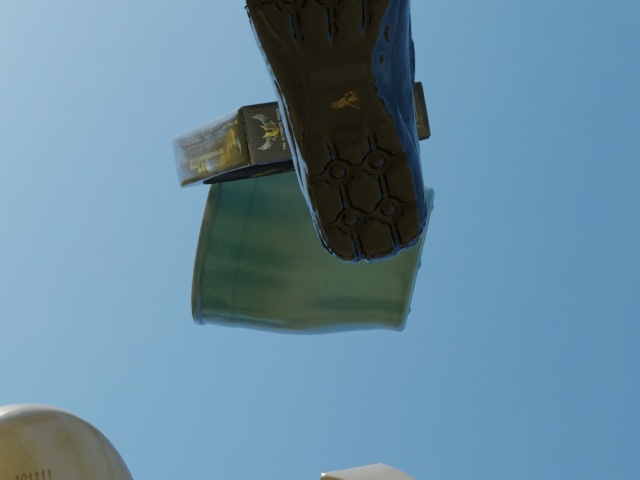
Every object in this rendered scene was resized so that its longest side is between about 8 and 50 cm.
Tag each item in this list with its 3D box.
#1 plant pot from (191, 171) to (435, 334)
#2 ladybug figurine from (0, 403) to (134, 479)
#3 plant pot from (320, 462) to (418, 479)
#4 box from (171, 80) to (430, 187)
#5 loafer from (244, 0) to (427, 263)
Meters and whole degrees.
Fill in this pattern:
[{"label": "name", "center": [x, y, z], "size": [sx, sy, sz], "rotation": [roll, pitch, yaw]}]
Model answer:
[{"label": "plant pot", "center": [0.000, 0.000, 1.608], "size": [0.255, 0.271, 0.272], "rotation": [13, -64, 4]}, {"label": "ladybug figurine", "center": [-0.326, 0.369, 1.322], "size": [0.162, 0.305, 0.449], "rotation": [17, -73, 45]}, {"label": "plant pot", "center": [0.071, 0.320, 1.498], "size": [0.096, 0.109, 0.109], "rotation": [0, -90, 46]}, {"label": "box", "center": [-0.026, -0.100, 1.273], "size": [0.232, 0.183, 0.059], "rotation": [171, -91, -67]}, {"label": "loafer", "center": [0.005, -0.097, 0.610], "size": [0.076, 0.078, 0.223], "rotation": [-11, -63, -1]}]
